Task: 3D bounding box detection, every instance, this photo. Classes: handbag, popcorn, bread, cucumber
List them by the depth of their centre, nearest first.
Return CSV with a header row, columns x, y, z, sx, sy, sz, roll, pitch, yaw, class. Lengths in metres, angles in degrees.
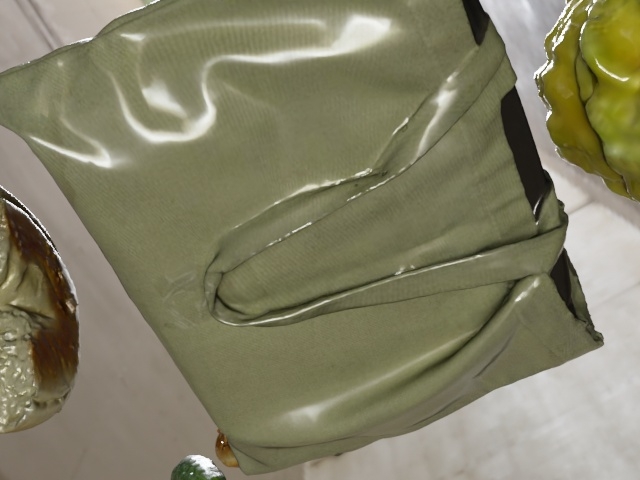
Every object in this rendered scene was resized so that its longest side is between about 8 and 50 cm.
x,y,z,sx,sy,sz,roll,pitch,yaw,class
0.002,-0.004,0.624,0.109,0.253,0.316,-95,-21,-57,handbag
0.272,-0.098,0.739,0.251,0.206,0.237,33,-178,-7,popcorn
-0.095,0.188,0.899,0.039,0.039,0.168,61,164,0,cucumber
-0.399,0.083,1.438,0.192,0.171,0.314,2,-109,-73,bread

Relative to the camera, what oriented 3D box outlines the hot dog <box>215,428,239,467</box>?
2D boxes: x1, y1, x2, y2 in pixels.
x,y,z,sx,sy,sz,roll,pitch,yaw,class
-0.043,0.167,1.028,0.188,0.072,0.055,-30,80,58,hot dog
